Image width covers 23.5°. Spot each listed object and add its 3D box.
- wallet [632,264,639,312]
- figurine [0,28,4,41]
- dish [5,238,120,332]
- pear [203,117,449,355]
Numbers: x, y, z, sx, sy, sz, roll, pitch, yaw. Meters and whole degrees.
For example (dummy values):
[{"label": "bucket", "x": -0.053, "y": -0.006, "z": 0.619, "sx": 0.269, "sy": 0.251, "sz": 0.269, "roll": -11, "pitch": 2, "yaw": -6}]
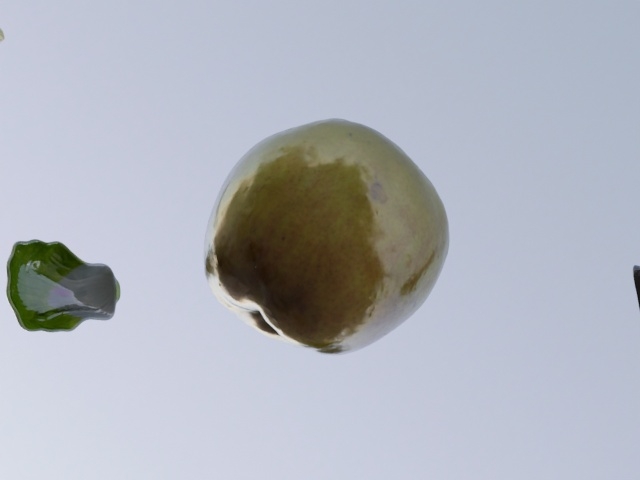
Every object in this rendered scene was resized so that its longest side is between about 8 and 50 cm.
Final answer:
[{"label": "wallet", "x": 0.295, "y": 0.098, "z": 1.318, "sx": 0.018, "sy": 0.082, "sz": 0.157, "roll": -17, "pitch": -112, "yaw": 28}, {"label": "figurine", "x": -0.400, "y": -0.157, "z": 1.599, "sx": 0.083, "sy": 0.187, "sz": 0.083, "roll": 34, "pitch": -31, "yaw": 24}, {"label": "dish", "x": -0.258, "y": 0.049, "z": 1.495, "sx": 0.039, "sy": 0.137, "sz": 0.091, "roll": -17, "pitch": -107, "yaw": 40}, {"label": "pear", "x": 0.000, "y": 0.000, "z": 1.252, "sx": 0.200, "sy": 0.200, "sz": 0.200, "roll": 15, "pitch": -60, "yaw": 28}]
